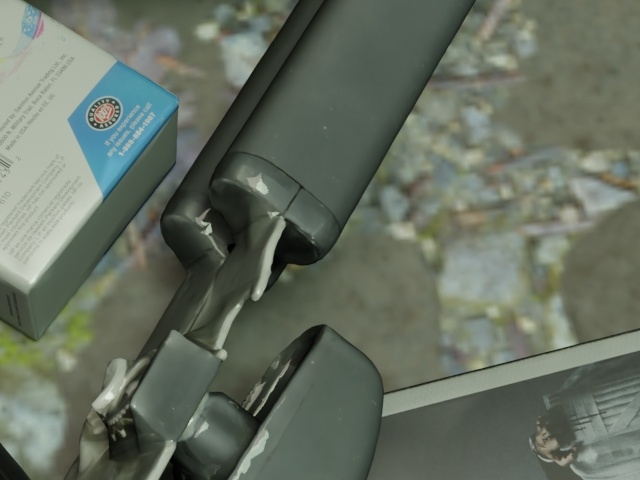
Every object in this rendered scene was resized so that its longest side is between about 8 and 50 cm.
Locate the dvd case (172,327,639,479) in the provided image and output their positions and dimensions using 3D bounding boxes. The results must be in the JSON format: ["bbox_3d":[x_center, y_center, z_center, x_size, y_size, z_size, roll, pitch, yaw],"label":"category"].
[{"bbox_3d":[0.089,0.123,0.597,0.239,0.029,0.179,-13,68,-10],"label":"dvd case"}]

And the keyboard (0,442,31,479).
[{"bbox_3d":[-0.217,0.054,0.485,0.033,0.317,0.201,11,52,49],"label":"keyboard"}]

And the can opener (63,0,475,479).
[{"bbox_3d":[0.000,0.000,0.614,0.095,0.076,0.283,39,59,-14],"label":"can opener"}]

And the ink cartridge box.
[{"bbox_3d":[-0.123,-0.038,0.637,0.122,0.052,0.088,33,68,8],"label":"ink cartridge box"}]
